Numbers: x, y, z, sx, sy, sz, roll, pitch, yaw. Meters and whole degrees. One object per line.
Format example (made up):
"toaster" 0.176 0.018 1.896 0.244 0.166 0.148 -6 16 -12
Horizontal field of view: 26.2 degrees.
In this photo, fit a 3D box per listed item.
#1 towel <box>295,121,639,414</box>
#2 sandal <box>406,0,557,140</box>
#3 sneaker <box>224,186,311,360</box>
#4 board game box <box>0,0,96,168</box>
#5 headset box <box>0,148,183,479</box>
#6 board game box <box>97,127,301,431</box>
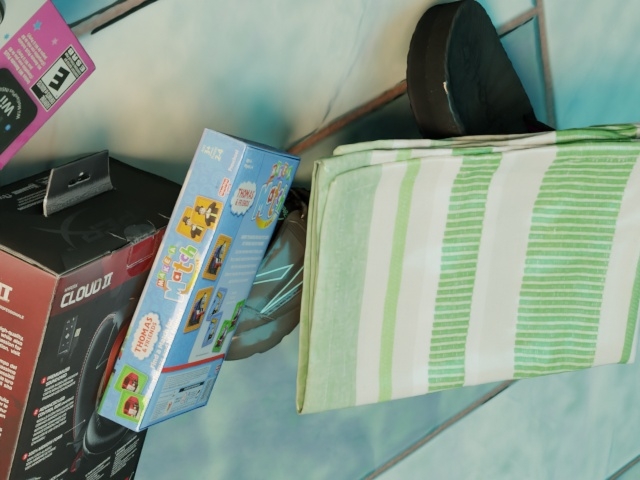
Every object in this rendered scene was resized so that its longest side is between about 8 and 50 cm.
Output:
"towel" 0.141 0.022 1.163 0.325 0.038 0.248 -7 118 -20
"sandal" 0.207 -0.033 1.253 0.446 0.107 0.167 53 44 -45
"sneaker" 0.000 0.000 1.163 0.267 0.101 0.106 -32 130 -19
"board game box" -0.298 -0.072 0.779 0.303 0.097 0.224 -48 148 -12
"headset box" -0.197 0.077 0.986 0.218 0.110 0.293 -34 144 -63
"board game box" -0.084 0.027 1.010 0.160 0.039 0.211 2 111 -77
